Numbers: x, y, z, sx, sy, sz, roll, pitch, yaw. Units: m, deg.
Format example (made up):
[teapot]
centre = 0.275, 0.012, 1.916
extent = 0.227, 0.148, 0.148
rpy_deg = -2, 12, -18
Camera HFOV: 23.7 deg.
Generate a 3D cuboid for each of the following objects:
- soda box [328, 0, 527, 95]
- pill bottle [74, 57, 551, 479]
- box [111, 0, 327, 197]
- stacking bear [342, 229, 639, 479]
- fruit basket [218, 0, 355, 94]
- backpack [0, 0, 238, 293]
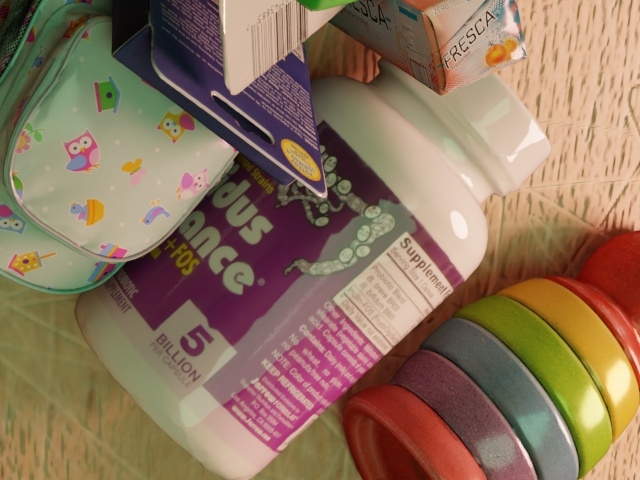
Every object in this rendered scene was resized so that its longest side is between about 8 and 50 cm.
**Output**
[soda box]
centre = 0.052, -0.152, 0.939
extent = 0.063, 0.183, 0.058
rpy_deg = -25, 123, -15
[pill bottle]
centre = 0.000, 0.000, 0.997
extent = 0.301, 0.169, 0.169
rpy_deg = -44, 124, -1
[box]
centre = -0.061, -0.122, 0.882
extent = 0.036, 0.225, 0.136
rpy_deg = -37, 127, 24
[stacking bear]
centre = 0.175, 0.100, 1.144
extent = 0.289, 0.175, 0.164
rpy_deg = -35, 131, -17
[fruit basket]
centre = 0.050, -0.288, 0.797
extent = 0.353, 0.165, 0.327
rpy_deg = -51, 158, -41
[backpack]
centre = -0.150, -0.061, 0.917
extent = 0.166, 0.144, 0.188
rpy_deg = 34, 100, -39
